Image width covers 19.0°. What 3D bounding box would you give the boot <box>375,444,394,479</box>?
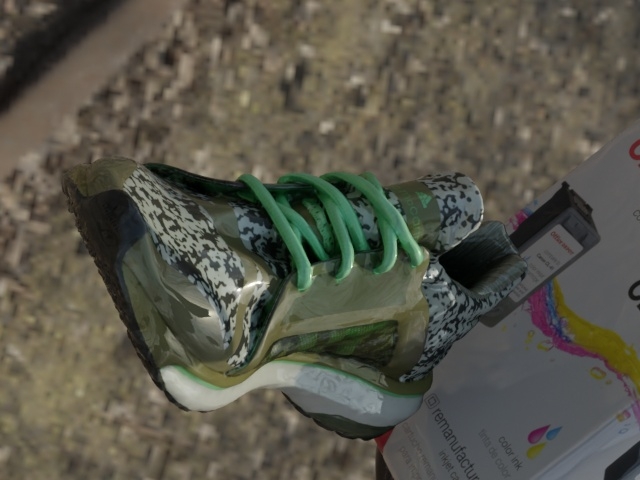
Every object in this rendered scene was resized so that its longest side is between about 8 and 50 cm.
[{"bbox_3d":[0.109,0.252,1.578,0.263,0.091,0.229,14,90,-35],"label":"boot"}]

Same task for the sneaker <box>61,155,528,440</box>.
[{"bbox_3d":[0.000,0.000,1.134,0.182,0.158,0.410,-37,158,16],"label":"sneaker"}]

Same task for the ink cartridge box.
[{"bbox_3d":[0.188,0.085,1.348,0.306,0.226,0.131,-40,129,9],"label":"ink cartridge box"}]
